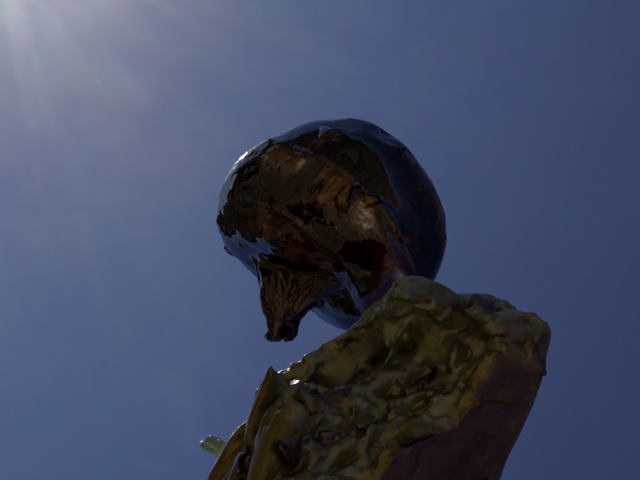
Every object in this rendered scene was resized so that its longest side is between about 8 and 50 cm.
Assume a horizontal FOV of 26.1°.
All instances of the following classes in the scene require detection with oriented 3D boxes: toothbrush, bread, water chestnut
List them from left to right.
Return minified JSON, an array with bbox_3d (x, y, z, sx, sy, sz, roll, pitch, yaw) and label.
[{"bbox_3d":[-0.048,0.282,1.618,0.220,0.019,0.016,24,-43,21],"label":"toothbrush"},{"bbox_3d":[0.000,0.000,1.668,0.300,0.300,0.299,0,-91,40],"label":"water chestnut"},{"bbox_3d":[0.037,0.206,1.349,0.191,0.314,0.369,28,-76,47],"label":"bread"}]
